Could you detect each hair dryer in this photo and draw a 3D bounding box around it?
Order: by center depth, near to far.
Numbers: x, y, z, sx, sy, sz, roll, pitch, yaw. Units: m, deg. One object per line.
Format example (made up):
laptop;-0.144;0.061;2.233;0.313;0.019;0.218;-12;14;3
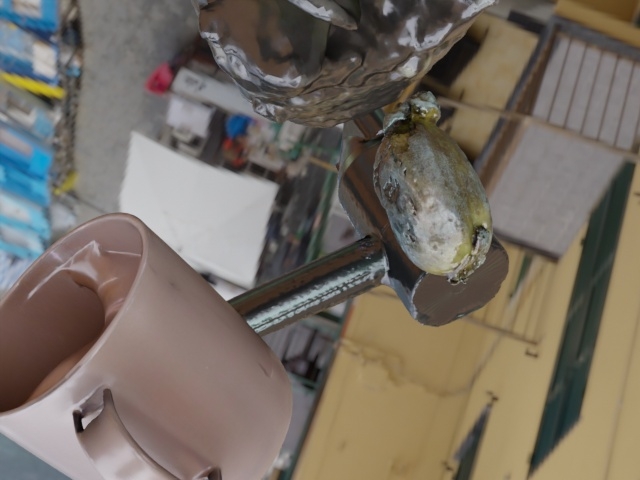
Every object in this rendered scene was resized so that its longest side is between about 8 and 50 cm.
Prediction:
hair dryer;0.000;0.000;1.286;0.303;0.244;0.116;-23;140;-13

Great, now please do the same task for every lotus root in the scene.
lotus root;0.089;-0.041;1.054;0.088;0.088;0.165;-23;84;45

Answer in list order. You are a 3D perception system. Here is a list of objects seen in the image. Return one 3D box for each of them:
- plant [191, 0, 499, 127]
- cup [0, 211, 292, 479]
plant;0.002;-0.189;0.824;0.189;0.198;0.276;-24;168;0
cup;-0.133;0.126;0.989;0.191;0.253;0.200;-42;121;6
